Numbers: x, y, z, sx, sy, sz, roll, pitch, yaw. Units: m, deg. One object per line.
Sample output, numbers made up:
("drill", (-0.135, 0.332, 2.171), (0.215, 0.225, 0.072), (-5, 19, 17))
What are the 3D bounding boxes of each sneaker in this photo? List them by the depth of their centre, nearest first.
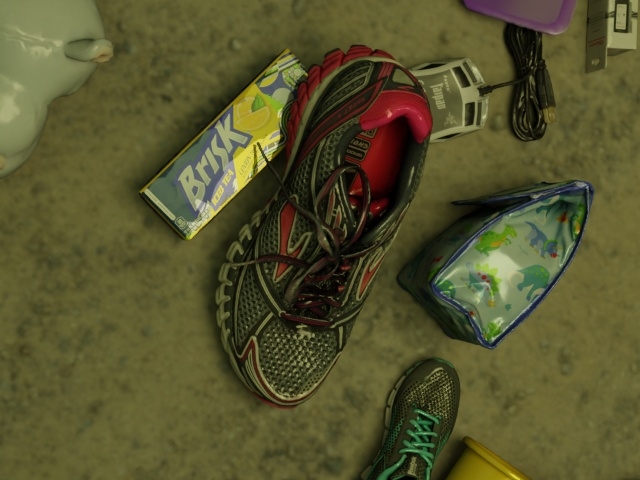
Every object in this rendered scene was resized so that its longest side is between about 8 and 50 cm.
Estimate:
("sneaker", (0.000, 0.000, 0.966), (0.121, 0.112, 0.299), (8, 111, -22))
("sneaker", (0.077, 0.178, 1.026), (0.065, 0.076, 0.166), (23, 87, -9))

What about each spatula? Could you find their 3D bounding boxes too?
("spatula", (0.079, -0.258, 1.043), (0.296, 0.030, 0.084), (23, 73, -6))

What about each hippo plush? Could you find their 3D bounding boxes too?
("hippo plush", (-0.290, -0.179, 0.933), (0.236, 0.234, 0.294), (29, 91, -34))

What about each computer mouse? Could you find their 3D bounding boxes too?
("computer mouse", (0.105, -0.121, 1.048), (0.193, 0.042, 0.106), (-13, 97, -14))

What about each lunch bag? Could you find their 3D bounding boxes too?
("lunch bag", (0.147, 0.007, 1.010), (0.151, 0.129, 0.096), (-43, 97, -5))

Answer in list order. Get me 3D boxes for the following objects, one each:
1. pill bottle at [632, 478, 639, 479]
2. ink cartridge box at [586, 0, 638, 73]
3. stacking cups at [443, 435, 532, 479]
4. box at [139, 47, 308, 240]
("pill bottle", (0.280, 0.293, 1.047), (0.094, 0.094, 0.169), (-15, 88, -8))
("ink cartridge box", (0.251, -0.186, 1.064), (0.028, 0.048, 0.083), (2, 91, -9))
("stacking cups", (0.071, 0.318, 1.030), (0.096, 0.096, 0.316), (34, 91, -7))
("box", (-0.070, -0.077, 1.013), (0.169, 0.054, 0.059), (-45, 96, -5))
